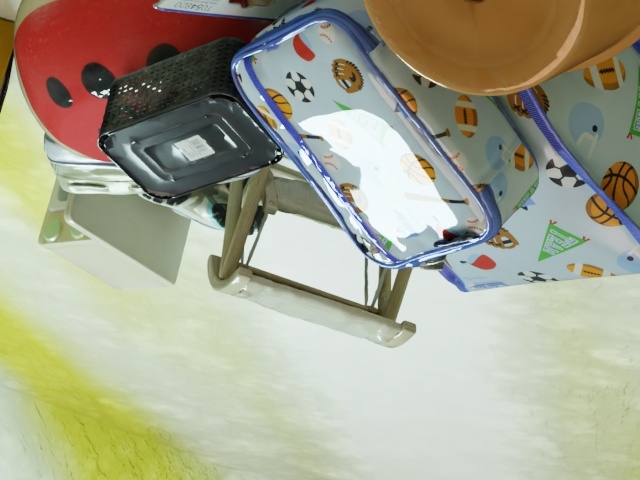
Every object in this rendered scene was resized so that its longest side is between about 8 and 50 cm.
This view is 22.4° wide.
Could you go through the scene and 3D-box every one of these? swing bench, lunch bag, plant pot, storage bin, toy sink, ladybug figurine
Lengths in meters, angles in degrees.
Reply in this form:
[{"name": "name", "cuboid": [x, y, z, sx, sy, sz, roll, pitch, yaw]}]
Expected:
[{"name": "swing bench", "cuboid": [0.000, 0.000, 2.158, 0.253, 0.255, 0.165, 20, 156, -18]}, {"name": "lunch bag", "cuboid": [0.060, -0.106, 1.608, 0.243, 0.115, 0.303, -17, 114, 52]}, {"name": "plant pot", "cuboid": [0.159, -0.253, 1.370, 0.291, 0.203, 0.291, 14, 125, 21]}, {"name": "storage bin", "cuboid": [-0.134, -0.128, 1.731, 0.180, 0.084, 0.122, -16, 137, 28]}, {"name": "toy sink", "cuboid": [-0.314, -0.043, 2.350, 0.131, 0.153, 0.234, -5, 153, 36]}, {"name": "ladybug figurine", "cuboid": [-0.199, -0.204, 1.891, 0.305, 0.162, 0.449, 26, 154, -30]}, {"name": "lunch bag", "cuboid": [0.185, -0.144, 1.732, 0.385, 0.239, 0.328, 41, 148, -28]}]

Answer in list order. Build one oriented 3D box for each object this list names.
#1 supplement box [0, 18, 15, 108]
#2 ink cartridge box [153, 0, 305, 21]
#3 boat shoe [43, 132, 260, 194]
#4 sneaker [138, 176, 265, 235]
[{"name": "supplement box", "cuboid": [-0.479, -0.172, 2.068, 0.129, 0.191, 0.194, 16, 157, -9]}, {"name": "ink cartridge box", "cuboid": [-0.023, -0.291, 1.564, 0.223, 0.045, 0.224, -2, 155, -48]}, {"name": "boat shoe", "cuboid": [-0.210, -0.108, 2.103, 0.302, 0.109, 0.094, 5, 132, 15]}, {"name": "sneaker", "cuboid": [-0.212, -0.085, 2.265, 0.283, 0.110, 0.122, 34, 163, -32]}]
